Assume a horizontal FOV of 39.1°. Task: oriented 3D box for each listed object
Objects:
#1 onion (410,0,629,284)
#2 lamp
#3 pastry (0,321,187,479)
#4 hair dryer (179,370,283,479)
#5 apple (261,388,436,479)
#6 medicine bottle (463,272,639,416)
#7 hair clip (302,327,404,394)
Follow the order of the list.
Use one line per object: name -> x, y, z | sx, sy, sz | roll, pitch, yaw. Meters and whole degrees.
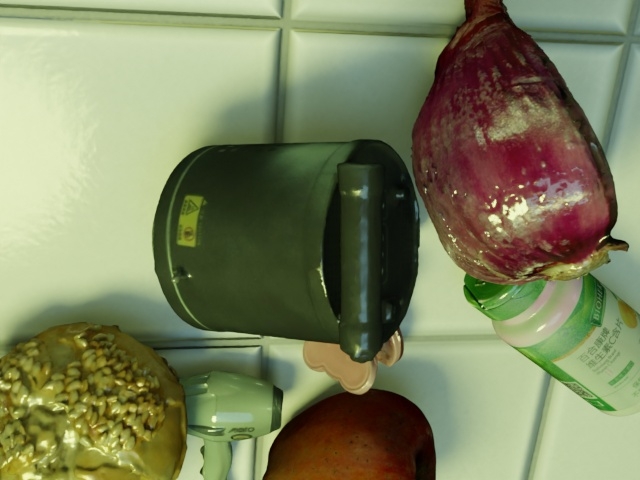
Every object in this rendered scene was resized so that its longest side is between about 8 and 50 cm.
onion -> 0.163, -0.108, 0.940 | 0.159, 0.267, 0.348 | -20, 76, -4
lamp -> -0.042, 0.002, 0.921 | 0.272, 0.374, 0.205 | 0, 94, 13
pastry -> -0.287, 0.246, 1.005 | 0.255, 0.162, 0.310 | 14, 89, 6
hair dryer -> -0.187, 0.260, 1.148 | 0.229, 0.092, 0.267 | 19, 121, -10
apple -> 0.041, 0.302, 1.119 | 0.234, 0.234, 0.234 | -4, 116, -9
medicine bottle -> 0.306, 0.102, 1.123 | 0.274, 0.133, 0.133 | 35, 105, -23
hair clip -> 0.045, 0.103, 1.091 | 0.102, 0.123, 0.138 | -22, 127, -32
